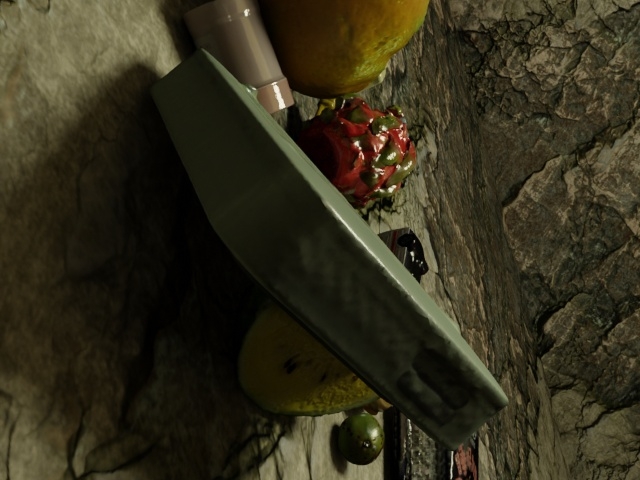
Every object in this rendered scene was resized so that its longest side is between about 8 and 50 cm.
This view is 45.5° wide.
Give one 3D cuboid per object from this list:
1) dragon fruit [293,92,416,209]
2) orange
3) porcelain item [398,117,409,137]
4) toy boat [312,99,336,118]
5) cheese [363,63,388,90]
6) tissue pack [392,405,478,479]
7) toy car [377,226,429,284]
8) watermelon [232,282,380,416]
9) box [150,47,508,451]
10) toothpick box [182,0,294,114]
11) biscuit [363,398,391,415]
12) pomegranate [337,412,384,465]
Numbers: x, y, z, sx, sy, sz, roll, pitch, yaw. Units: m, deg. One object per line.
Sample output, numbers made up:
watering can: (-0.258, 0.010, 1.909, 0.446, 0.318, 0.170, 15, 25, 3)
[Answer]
dragon fruit: (0.051, -0.128, 1.091, 0.172, 0.166, 0.160, -10, 124, -46)
orange: (-0.004, -0.324, 1.025, 0.262, 0.334, 0.196, 48, 56, -6)
porcelain item: (0.188, -0.247, 1.770, 0.036, 0.028, 0.083, 40, 41, -30)
toy boat: (0.022, -0.083, 1.190, 0.141, 0.099, 0.318, 29, 49, -66)
cheese: (0.042, -0.430, 1.400, 0.265, 0.124, 0.242, -76, 149, -50)
tissue pack: (0.202, 0.435, 1.294, 0.245, 0.123, 0.332, 57, 32, -51)
toy car: (0.120, 0.075, 1.325, 0.210, 0.108, 0.089, -75, 147, -42)
watermelon: (-0.022, 0.137, 0.907, 0.301, 0.129, 0.123, 41, 45, -47)
box: (0.000, 0.001, 0.821, 0.396, 0.111, 0.396, 47, 5, -36)
toothpick box: (-0.103, -0.228, 0.966, 0.149, 0.098, 0.098, 70, 23, -13)
biscuit: (0.063, 0.184, 1.198, 0.170, 0.050, 0.170, -19, 90, -74)
pomegranate: (0.059, 0.290, 1.104, 0.084, 0.073, 0.073, 87, 4, -57)
